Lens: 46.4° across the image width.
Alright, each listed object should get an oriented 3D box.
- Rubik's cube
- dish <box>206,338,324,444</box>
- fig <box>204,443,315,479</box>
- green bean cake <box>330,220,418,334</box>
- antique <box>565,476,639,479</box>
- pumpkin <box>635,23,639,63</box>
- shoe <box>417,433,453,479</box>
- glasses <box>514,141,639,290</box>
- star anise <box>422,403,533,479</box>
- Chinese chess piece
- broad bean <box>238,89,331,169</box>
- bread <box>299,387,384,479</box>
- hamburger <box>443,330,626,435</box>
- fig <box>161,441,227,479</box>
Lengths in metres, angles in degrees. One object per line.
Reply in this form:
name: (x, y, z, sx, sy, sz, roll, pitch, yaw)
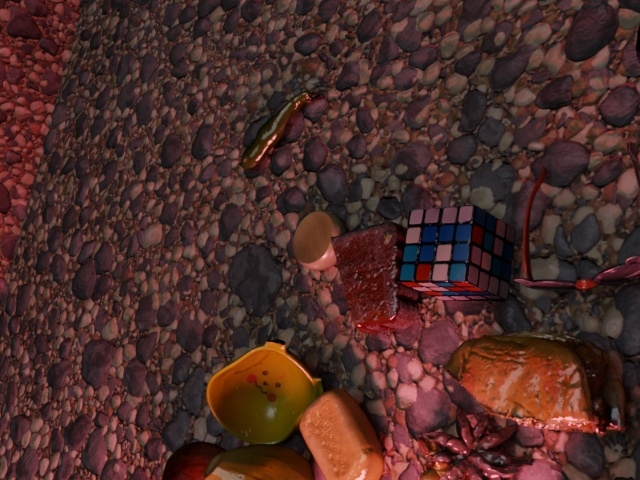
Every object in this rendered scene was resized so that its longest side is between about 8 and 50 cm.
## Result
Rubik's cube: (0.263, 0.029, 1.429, 0.154, 0.155, 0.151, -1, 72, 43)
dish: (-0.120, 0.326, 1.689, 0.262, 0.221, 0.108, -43, 10, 20)
fig: (-0.123, 0.527, 1.555, 0.207, 0.230, 0.207, -17, 63, 37)
green bean cake: (0.114, 0.084, 1.591, 0.198, 0.097, 0.233, -19, 62, 36)
antique: (0.443, 0.425, 1.131, 0.284, 0.125, 0.150, -9, 68, 41)
pumpkin: (0.667, -0.310, 1.097, 0.363, 0.266, 0.364, -13, 69, 37)
shoe: (0.216, 0.417, 1.392, 0.069, 0.072, 0.109, 1, 77, 4)
glasses: (0.453, -0.042, 1.303, 0.234, 0.118, 0.268, -17, 64, 40)
star anise: (0.265, 0.383, 1.327, 0.182, 0.065, 0.195, 36, 80, 32)
Chinese chess piece: (0.000, 0.000, 1.761, 0.144, 0.058, 0.144, -19, 61, 37)
broad bean: (-0.111, -0.295, 1.977, 0.318, 0.056, 0.098, -36, 53, 26)
bread: (0.050, 0.413, 1.527, 0.147, 0.098, 0.217, -44, 47, 17)
hamburger: (0.365, 0.236, 1.256, 0.245, 0.155, 0.282, -45, 45, 18)
fig: (-0.272, 0.582, 1.697, 0.235, 0.214, 0.235, -50, 19, 24)
